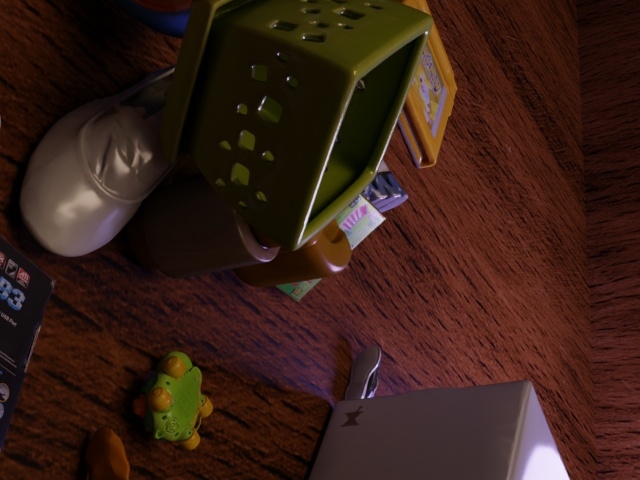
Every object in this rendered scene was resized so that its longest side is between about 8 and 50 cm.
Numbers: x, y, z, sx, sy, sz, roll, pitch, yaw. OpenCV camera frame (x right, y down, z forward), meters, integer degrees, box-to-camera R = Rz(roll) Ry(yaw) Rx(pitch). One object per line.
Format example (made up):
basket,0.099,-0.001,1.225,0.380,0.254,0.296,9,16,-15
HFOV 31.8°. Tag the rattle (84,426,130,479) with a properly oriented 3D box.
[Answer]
rattle,-0.265,0.262,1.115,0.199,0.130,0.143,-6,74,-38

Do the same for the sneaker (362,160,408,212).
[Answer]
sneaker,0.001,-0.129,1.766,0.315,0.127,0.182,-1,66,-56

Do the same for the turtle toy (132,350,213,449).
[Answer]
turtle toy,-0.177,0.183,1.323,0.095,0.066,0.130,62,30,-32

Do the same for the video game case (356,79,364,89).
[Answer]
video game case,-0.019,-0.219,1.670,0.210,0.042,0.232,39,36,-18

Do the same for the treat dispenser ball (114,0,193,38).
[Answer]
treat dispenser ball,-0.143,-0.385,1.350,0.288,0.288,0.288,34,51,-56

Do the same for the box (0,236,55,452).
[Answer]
box,-0.375,0.085,0.947,0.295,0.073,0.293,50,38,-45

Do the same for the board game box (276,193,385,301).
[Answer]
board game box,0.000,0.000,1.637,0.043,0.181,0.092,50,7,36

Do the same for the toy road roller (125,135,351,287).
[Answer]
toy road roller,-0.075,-0.022,1.450,0.240,0.202,0.329,67,28,-24

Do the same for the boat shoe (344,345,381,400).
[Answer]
boat shoe,0.075,0.230,1.846,0.038,0.046,0.125,59,35,-36

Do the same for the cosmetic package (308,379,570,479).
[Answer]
cosmetic package,0.195,0.469,1.676,0.394,0.329,0.327,64,30,-28

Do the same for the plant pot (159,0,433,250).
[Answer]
plant pot,-0.036,-0.162,1.215,0.227,0.207,0.228,-42,158,-54

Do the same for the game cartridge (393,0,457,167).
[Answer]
game cartridge,0.202,-0.354,2.320,0.285,0.052,0.324,63,31,-31

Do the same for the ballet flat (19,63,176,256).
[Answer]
ballet flat,-0.205,-0.124,1.298,0.139,0.139,0.400,69,28,-21
